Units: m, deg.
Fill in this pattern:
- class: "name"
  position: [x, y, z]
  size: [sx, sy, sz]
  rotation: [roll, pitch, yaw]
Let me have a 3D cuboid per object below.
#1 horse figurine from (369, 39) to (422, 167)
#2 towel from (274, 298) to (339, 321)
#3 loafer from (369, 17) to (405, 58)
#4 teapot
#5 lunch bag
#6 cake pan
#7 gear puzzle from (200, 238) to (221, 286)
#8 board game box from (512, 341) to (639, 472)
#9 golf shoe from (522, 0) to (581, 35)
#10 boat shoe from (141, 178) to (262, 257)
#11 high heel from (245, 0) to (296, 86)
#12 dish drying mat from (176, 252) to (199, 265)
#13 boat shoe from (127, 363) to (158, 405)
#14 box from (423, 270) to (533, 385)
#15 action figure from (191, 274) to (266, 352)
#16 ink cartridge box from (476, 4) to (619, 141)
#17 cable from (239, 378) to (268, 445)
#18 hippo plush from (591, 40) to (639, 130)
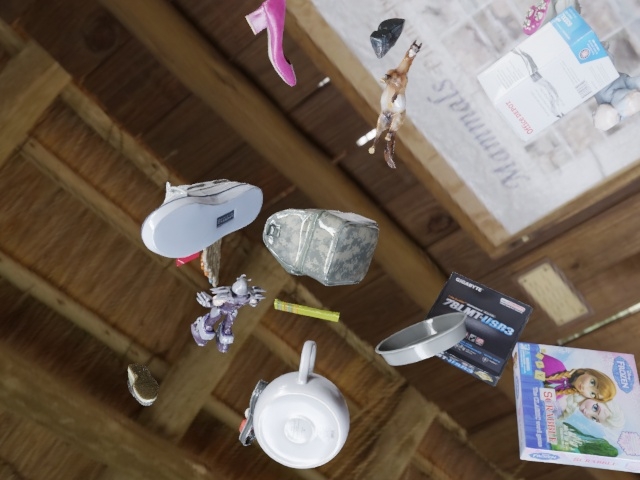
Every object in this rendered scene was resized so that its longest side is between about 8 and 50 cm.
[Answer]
- class: "horse figurine"
  position: [0.162, -0.300, 1.732]
  size: [0.174, 0.066, 0.263]
  rotation: [-60, -21, -51]
- class: "towel"
  position: [-0.050, 0.252, 2.771]
  size: [0.102, 0.237, 0.021]
  rotation: [96, -174, -75]
- class: "loafer"
  position: [0.181, -0.548, 2.067]
  size: [0.170, 0.062, 0.061]
  rotation: [-47, -39, -40]
- class: "teapot"
  position: [-0.041, 0.417, 1.909]
  size: [0.252, 0.256, 0.187]
  rotation: [48, -161, -9]
- class: "lunch bag"
  position: [0.000, 0.000, 2.299]
  size: [0.256, 0.213, 0.305]
  rotation: [24, -169, 25]
- class: "cake pan"
  position: [0.307, 0.295, 2.294]
  size: [0.054, 0.293, 0.293]
  rotation: [68, -156, -3]
- class: "gear puzzle"
  position: [-0.322, 0.010, 2.142]
  size: [0.339, 0.044, 0.176]
  rotation: [88, -177, -71]
- class: "board game box"
  position: [0.670, 0.425, 1.992]
  size: [0.066, 0.318, 0.319]
  rotation: [94, -178, -49]
- class: "golf shoe"
  position: [0.687, -0.689, 2.194]
  size: [0.140, 0.306, 0.115]
  rotation: [28, 170, -17]
- class: "boat shoe"
  position: [-0.294, -0.074, 1.717]
  size: [0.156, 0.136, 0.367]
  rotation: [22, -151, 26]
- class: "high heel"
  position: [-0.095, -0.530, 2.057]
  size: [0.244, 0.117, 0.082]
  rotation: [57, -174, -33]
- class: "dish drying mat"
  position: [-0.408, 0.052, 2.377]
  size: [0.008, 0.032, 0.083]
  rotation: [30, -139, 33]
- class: "boat shoe"
  position: [-0.392, 0.325, 1.696]
  size: [0.056, 0.049, 0.152]
  rotation: [3, -161, -23]
- class: "box"
  position: [0.499, 0.281, 2.510]
  size: [0.295, 0.073, 0.293]
  rotation: [26, -119, 17]
- class: "action figure"
  position: [-0.264, 0.188, 2.131]
  size: [0.185, 0.285, 0.099]
  rotation: [10, -137, -27]
- class: "ink cartridge box"
  position: [0.619, -0.447, 2.103]
  size: [0.223, 0.307, 0.129]
  rotation: [33, -152, -46]
- class: "cable"
  position: [-0.195, 0.474, 2.137]
  size: [0.072, 0.287, 0.139]
  rotation: [29, -118, 17]
- class: "hippo plush"
  position: [0.872, -0.479, 2.270]
  size: [0.237, 0.234, 0.294]
  rotation: [59, -153, 3]
